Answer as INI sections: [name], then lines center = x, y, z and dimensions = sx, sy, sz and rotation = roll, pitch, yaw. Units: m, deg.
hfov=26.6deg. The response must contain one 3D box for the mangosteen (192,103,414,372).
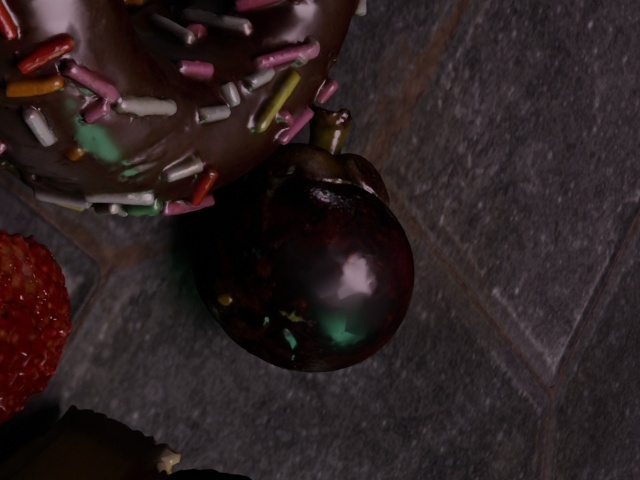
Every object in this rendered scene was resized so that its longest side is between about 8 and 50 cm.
[mangosteen]
center = -0.005, 0.010, 1.005
dimensions = 0.184, 0.172, 0.172
rotation = -55, 144, -53

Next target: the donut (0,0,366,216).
[donut]
center = -0.112, -0.143, 0.823
dimensions = 0.345, 0.136, 0.259
rotation = 19, 86, -52

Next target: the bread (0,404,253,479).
[bread]
center = -0.220, 0.239, 0.690
dimensions = 0.405, 0.346, 0.242
rotation = -1, 92, -40

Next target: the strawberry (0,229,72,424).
[strawberry]
center = -0.213, 0.054, 0.810
dimensions = 0.208, 0.087, 0.167
rotation = -36, 129, -40
